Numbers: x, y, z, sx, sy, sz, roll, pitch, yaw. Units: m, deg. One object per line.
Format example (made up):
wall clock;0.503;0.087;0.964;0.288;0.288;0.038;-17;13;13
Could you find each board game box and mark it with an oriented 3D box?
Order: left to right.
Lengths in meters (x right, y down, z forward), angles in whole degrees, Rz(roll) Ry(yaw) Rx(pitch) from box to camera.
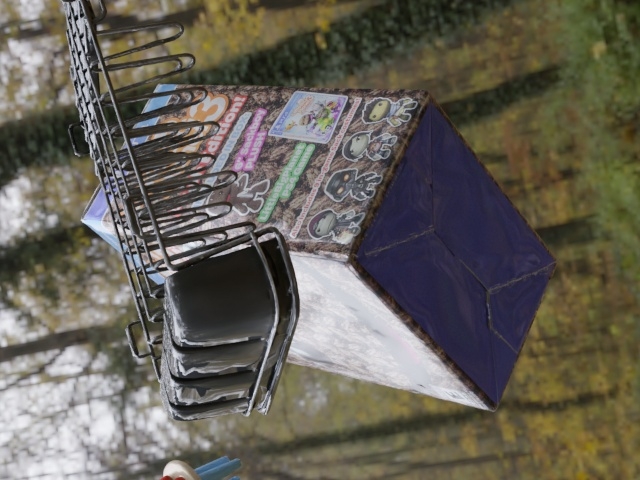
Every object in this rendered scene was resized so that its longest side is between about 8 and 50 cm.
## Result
board game box;0.000;0.000;0.966;0.232;0.291;0.141;45;-117;-41

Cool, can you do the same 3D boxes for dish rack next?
dish rack;-0.097;-0.035;0.717;0.208;0.074;0.272;110;142;-63

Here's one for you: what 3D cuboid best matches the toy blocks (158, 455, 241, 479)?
toy blocks;-0.097;0.220;0.848;0.123;0.148;0.054;49;140;21
